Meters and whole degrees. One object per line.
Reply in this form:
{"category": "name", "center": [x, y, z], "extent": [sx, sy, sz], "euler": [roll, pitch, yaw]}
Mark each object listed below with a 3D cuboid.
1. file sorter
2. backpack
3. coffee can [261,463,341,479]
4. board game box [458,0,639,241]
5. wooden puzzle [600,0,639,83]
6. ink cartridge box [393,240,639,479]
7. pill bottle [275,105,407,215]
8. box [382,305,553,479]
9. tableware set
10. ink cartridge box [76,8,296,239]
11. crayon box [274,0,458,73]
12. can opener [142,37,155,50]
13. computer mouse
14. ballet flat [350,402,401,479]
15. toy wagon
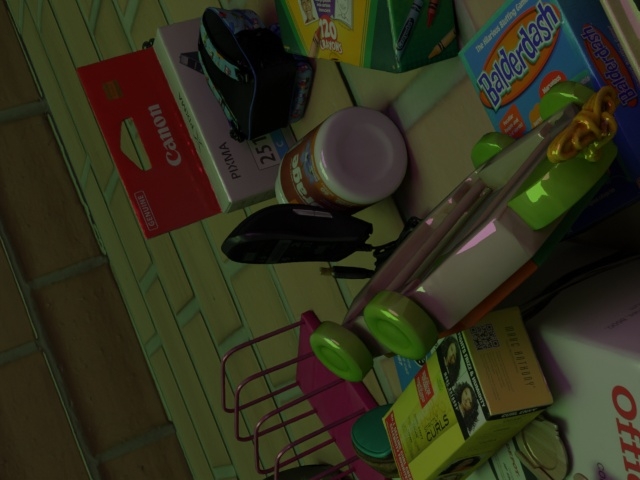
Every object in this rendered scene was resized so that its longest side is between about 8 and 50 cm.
{"category": "file sorter", "center": [-0.030, 0.309, 1.602], "extent": [0.291, 0.182, 0.202], "euler": [53, 153, 35]}
{"category": "backpack", "center": [-0.104, -0.253, 1.384], "extent": [0.173, 0.116, 0.158], "euler": [57, 155, 27]}
{"category": "coffee can", "center": [-0.020, 0.584, 1.785], "extent": [0.201, 0.201, 0.276], "euler": [3, 111, 66]}
{"category": "board game box", "center": [0.216, -0.118, 0.859], "extent": [0.210, 0.047, 0.160], "euler": [66, 157, 10]}
{"category": "wooden puzzle", "center": [0.285, -0.174, 0.661], "extent": [0.221, 0.044, 0.238], "euler": [67, 157, 8]}
{"category": "ink cartridge box", "center": [0.241, 0.164, 0.883], "extent": [0.395, 0.166, 0.286], "euler": [13, 121, 63]}
{"category": "pill bottle", "center": [0.016, -0.087, 1.246], "extent": [0.121, 0.121, 0.216], "euler": [69, 158, 2]}
{"category": "box", "center": [0.118, 0.146, 0.833], "extent": [0.232, 0.058, 0.087], "euler": [112, 146, -59]}
{"category": "tableware set", "center": [0.199, 0.223, 0.784], "extent": [0.141, 0.020, 0.169], "euler": [38, 142, 49]}
{"category": "ink cartridge box", "center": [-0.192, -0.180, 1.459], "extent": [0.296, 0.261, 0.066], "euler": [66, 158, 8]}
{"category": "crayon box", "center": [0.036, -0.289, 1.082], "extent": [0.278, 0.081, 0.165], "euler": [28, 134, 58]}
{"category": "can opener", "center": [-0.323, -0.312, 1.936], "extent": [0.059, 0.073, 0.186], "euler": [-59, -38, -68]}
{"category": "computer mouse", "center": [0.000, 0.000, 1.221], "extent": [0.184, 0.261, 0.060], "euler": [117, 149, -67]}
{"category": "ballet flat", "center": [0.151, 0.290, 1.305], "extent": [0.124, 0.116, 0.342], "euler": [52, 155, -7]}
{"category": "toy wagon", "center": [0.128, -0.012, 0.751], "extent": [0.068, 0.267, 0.344], "euler": [44, 156, -4]}
